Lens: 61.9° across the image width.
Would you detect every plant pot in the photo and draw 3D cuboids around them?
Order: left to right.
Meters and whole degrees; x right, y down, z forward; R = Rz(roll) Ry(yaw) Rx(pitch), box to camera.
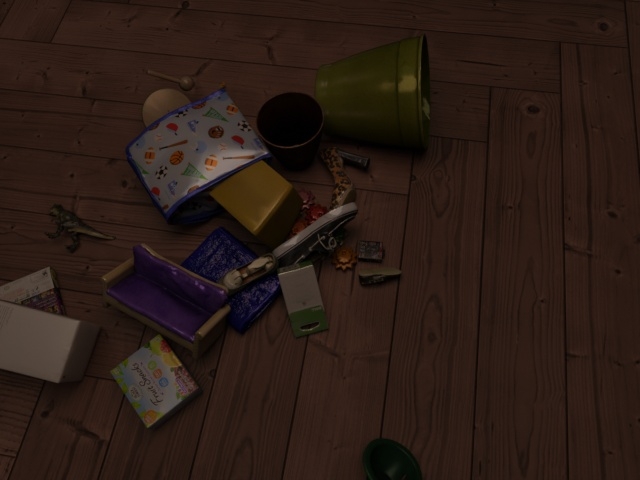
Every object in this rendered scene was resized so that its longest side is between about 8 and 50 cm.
[{"bbox_3d":[-0.178,-0.120,1.662,0.212,0.212,0.187,41,88,20],"label":"plant pot"},{"bbox_3d":[-0.088,-0.336,1.769,0.216,0.230,0.215,-2,67,4],"label":"plant pot"},{"bbox_3d":[0.176,-0.482,1.786,0.353,0.366,0.366,1,65,16],"label":"plant pot"}]

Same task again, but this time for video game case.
[{"bbox_3d":[-0.925,0.218,1.663,0.232,0.042,0.210,-24,67,-8],"label":"video game case"}]

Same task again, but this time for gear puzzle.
[{"bbox_3d":[-0.014,-0.026,1.727,0.175,0.044,0.339,-38,69,-14],"label":"gear puzzle"}]

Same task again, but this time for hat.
[{"bbox_3d":[0.151,0.663,1.414,0.173,0.183,0.208,31,29,9],"label":"hat"}]

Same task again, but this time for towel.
[{"bbox_3d":[-0.278,0.112,1.660,0.308,0.076,0.227,37,71,18],"label":"towel"}]

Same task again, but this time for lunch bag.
[{"bbox_3d":[-0.400,-0.255,1.751,0.386,0.239,0.327,-30,68,-18],"label":"lunch bag"}]

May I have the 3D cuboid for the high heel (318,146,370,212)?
[{"bbox_3d":[0.033,-0.194,1.789,0.186,0.093,0.261,20,69,23],"label":"high heel"}]

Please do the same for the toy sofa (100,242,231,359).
[{"bbox_3d":[-0.453,0.171,1.562,0.363,0.177,0.150,26,37,13],"label":"toy sofa"}]

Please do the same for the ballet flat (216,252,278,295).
[{"bbox_3d":[-0.226,0.097,1.591,0.213,0.068,0.072,-27,69,-7],"label":"ballet flat"}]

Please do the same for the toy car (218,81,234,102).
[{"bbox_3d":[-0.352,-0.533,1.993,0.040,0.060,0.122,-41,40,31],"label":"toy car"}]

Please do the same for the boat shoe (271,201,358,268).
[{"bbox_3d":[-0.001,0.000,1.640,0.306,0.113,0.105,-33,79,1],"label":"boat shoe"}]

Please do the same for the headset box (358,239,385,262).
[{"bbox_3d":[0.163,0.036,1.696,0.083,0.032,0.062,4,66,4],"label":"headset box"}]

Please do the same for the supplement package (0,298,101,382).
[{"bbox_3d":[-0.821,0.284,1.523,0.293,0.175,0.177,15,77,1],"label":"supplement package"}]

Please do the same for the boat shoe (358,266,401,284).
[{"bbox_3d":[0.185,0.111,1.657,0.133,0.042,0.049,-5,23,-2],"label":"boat shoe"}]

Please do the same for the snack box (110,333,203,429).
[{"bbox_3d":[-0.471,0.406,1.539,0.174,0.070,0.207,-37,68,-14],"label":"snack box"}]

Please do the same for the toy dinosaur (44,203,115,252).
[{"bbox_3d":[-0.826,-0.034,1.767,0.268,0.064,0.118,28,63,11],"label":"toy dinosaur"}]

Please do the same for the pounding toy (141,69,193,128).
[{"bbox_3d":[-0.554,-0.479,1.922,0.183,0.110,0.236,2,101,-27],"label":"pounding toy"}]

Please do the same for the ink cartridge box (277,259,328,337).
[{"bbox_3d":[-0.053,0.174,1.604,0.109,0.062,0.209,-15,104,-4],"label":"ink cartridge box"}]
